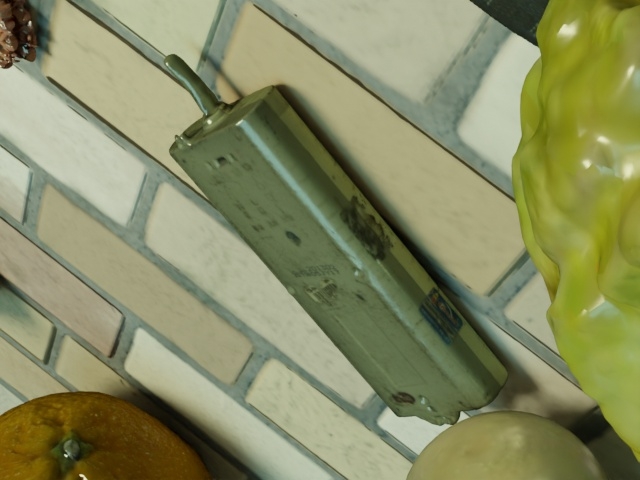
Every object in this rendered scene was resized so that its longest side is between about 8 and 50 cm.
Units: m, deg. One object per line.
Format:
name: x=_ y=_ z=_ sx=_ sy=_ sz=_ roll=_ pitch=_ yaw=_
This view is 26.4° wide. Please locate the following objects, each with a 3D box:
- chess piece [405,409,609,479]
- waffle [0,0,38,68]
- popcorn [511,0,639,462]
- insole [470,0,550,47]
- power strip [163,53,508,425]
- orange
chess piece: x=0.151 y=0.224 z=0.788 sx=0.167 sy=0.167 sz=0.299 roll=-4 pitch=124 yaw=49
waffle: x=-0.206 y=-0.138 z=0.818 sx=0.083 sy=0.029 sz=0.075 roll=22 pitch=147 yaw=21
popcorn: x=0.178 y=-0.008 z=0.406 sx=0.259 sy=0.212 sz=0.259 roll=32 pitch=160 yaw=13
insole: x=0.133 y=-0.080 z=0.551 sx=0.309 sy=0.012 sz=0.110 roll=42 pitch=147 yaw=-2
power strip: x=0.000 y=0.000 z=0.768 sx=0.268 sy=0.034 sz=0.092 roll=50 pitch=148 yaw=-16
orange: x=-0.195 y=0.244 z=1.078 sx=0.264 sy=0.264 sz=0.264 roll=27 pitch=146 yaw=20
